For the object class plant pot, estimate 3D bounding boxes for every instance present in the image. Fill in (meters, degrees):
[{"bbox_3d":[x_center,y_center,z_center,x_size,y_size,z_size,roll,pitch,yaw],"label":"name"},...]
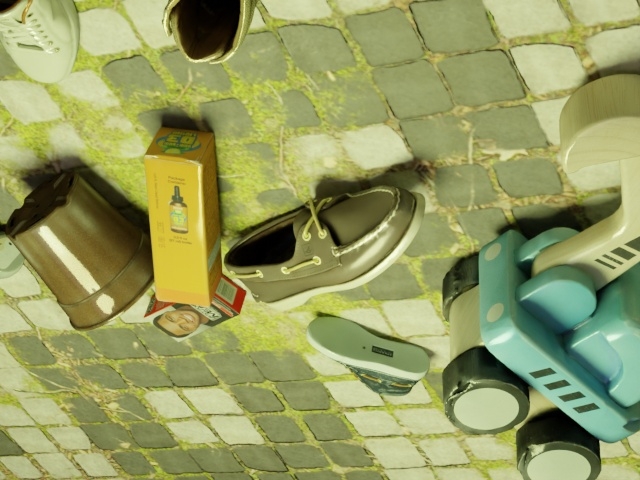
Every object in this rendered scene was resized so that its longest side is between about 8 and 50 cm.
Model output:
[{"bbox_3d":[-0.320,0.007,1.968,0.167,0.167,0.165,-18,124,37],"label":"plant pot"}]

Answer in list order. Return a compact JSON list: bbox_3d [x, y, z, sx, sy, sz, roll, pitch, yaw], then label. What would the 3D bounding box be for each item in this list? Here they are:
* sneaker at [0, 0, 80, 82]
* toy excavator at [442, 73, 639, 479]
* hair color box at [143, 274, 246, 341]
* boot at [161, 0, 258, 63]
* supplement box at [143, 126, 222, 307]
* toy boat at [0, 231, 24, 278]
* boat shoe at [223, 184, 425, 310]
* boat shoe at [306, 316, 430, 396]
[{"bbox_3d":[-0.348,-0.262,1.661,0.106,0.123,0.290,6,143,11],"label":"sneaker"},{"bbox_3d":[0.322,0.045,1.768,0.445,0.222,0.433,-34,121,30],"label":"toy excavator"},{"bbox_3d":[-0.179,0.093,2.110,0.072,0.043,0.141,37,139,-26],"label":"hair color box"},{"bbox_3d":[-0.113,-0.248,1.520,0.095,0.203,0.262,28,140,-14],"label":"boot"},{"bbox_3d":[-0.172,-0.028,1.888,0.078,0.080,0.233,8,130,10],"label":"supplement box"},{"bbox_3d":[-0.572,0.078,2.108,0.318,0.267,0.148,-42,111,13],"label":"toy boat"},{"bbox_3d":[0.000,0.000,1.872,0.097,0.116,0.324,33,146,-25],"label":"boat shoe"},{"bbox_3d":[0.058,0.172,2.103,0.183,0.065,0.083,20,141,-6],"label":"boat shoe"}]
